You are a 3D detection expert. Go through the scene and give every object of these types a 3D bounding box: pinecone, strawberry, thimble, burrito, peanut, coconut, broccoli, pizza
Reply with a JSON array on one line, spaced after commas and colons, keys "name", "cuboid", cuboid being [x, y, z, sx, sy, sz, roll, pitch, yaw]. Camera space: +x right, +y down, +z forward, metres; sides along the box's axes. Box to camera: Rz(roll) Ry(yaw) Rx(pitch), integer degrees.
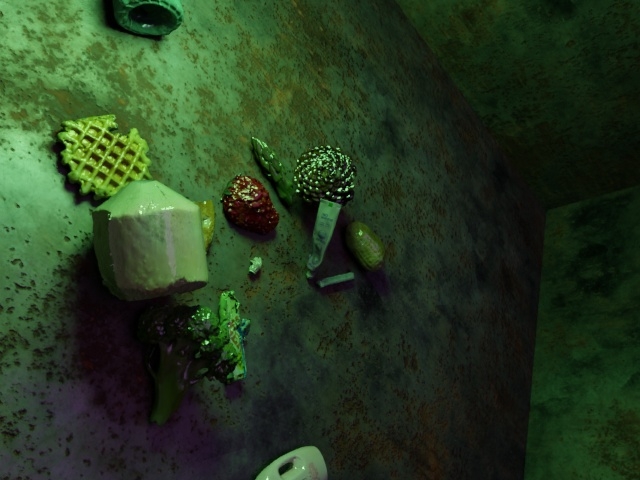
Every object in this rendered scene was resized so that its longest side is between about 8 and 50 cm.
[{"name": "pinecone", "cuboid": [0.013, -0.215, 2.011, 0.247, 0.292, 0.246, 0, 77, -1]}, {"name": "strawberry", "cuboid": [-0.212, -0.122, 1.840, 0.236, 0.111, 0.190, 42, 47, -29]}, {"name": "thimble", "cuboid": [-0.530, -0.736, 1.668, 0.235, 0.199, 0.143, 23, 54, -73]}, {"name": "burrito", "cuboid": [-0.261, 0.299, 1.682, 0.104, 0.054, 0.287, 4, 73, -46]}, {"name": "peanut", "cuboid": [0.182, 0.021, 2.191, 0.224, 0.129, 0.129, 56, 45, -16]}, {"name": "coconut", "cuboid": [-0.447, -0.006, 1.427, 0.298, 0.298, 0.309, -10, 91, -47]}, {"name": "broccoli", "cuboid": [-0.359, 0.312, 1.501, 0.254, 0.186, 0.301, -9, 104, -13]}, {"name": "pizza", "cuboid": [-0.392, -0.041, 1.668, 0.161, 0.063, 0.181, 9, 75, -52]}]

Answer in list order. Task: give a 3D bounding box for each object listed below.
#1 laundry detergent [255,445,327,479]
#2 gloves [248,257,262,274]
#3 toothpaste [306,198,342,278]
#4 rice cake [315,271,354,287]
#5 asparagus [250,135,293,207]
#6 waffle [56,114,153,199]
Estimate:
[{"name": "laundry detergent", "cuboid": [-0.122, 0.745, 1.646, 0.335, 0.088, 0.158, -6, 76, -47]}, {"name": "gloves", "cuboid": [-0.218, 0.090, 1.819, 0.044, 0.038, 0.080, 76, 19, -55]}, {"name": "toothpaste", "cuboid": [0.000, 0.000, 1.943, 0.048, 0.075, 0.300, -30, 140, -63]}, {"name": "rice cake", "cuboid": [0.058, 0.151, 2.081, 0.208, 0.033, 0.033, -9, 84, -47]}, {"name": "asparagus", "cuboid": [-0.166, -0.255, 1.963, 0.287, 0.080, 0.080, 55, 45, -16]}, {"name": "waffle", "cuboid": [-0.593, -0.232, 1.525, 0.261, 0.056, 0.249, -23, 93, -50]}]
